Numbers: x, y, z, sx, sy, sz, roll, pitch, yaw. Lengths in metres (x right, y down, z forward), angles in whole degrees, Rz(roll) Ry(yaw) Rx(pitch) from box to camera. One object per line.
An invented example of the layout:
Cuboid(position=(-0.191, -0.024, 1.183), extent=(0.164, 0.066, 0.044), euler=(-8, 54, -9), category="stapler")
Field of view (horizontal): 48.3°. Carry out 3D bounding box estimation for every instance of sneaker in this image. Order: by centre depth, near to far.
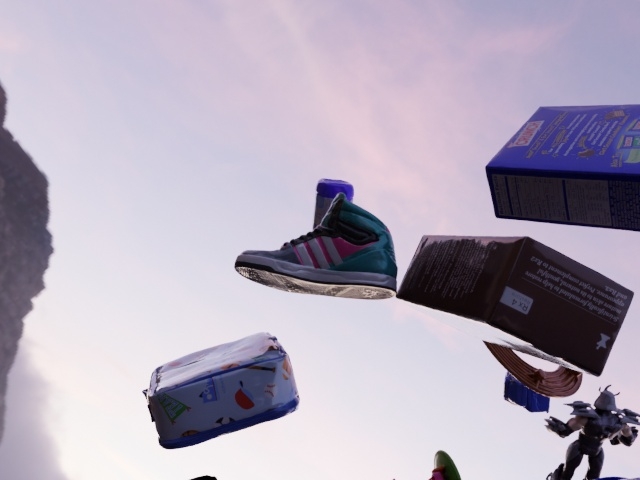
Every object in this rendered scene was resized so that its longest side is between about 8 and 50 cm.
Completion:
Cuboid(position=(0.000, 0.000, 1.299), extent=(0.295, 0.179, 0.124), euler=(7, -22, 5), category="sneaker")

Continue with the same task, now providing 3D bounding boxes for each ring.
Cuboid(position=(0.435, 0.176, 1.504), extent=(0.336, 0.336, 0.032), euler=(44, -56, 0), category="ring")

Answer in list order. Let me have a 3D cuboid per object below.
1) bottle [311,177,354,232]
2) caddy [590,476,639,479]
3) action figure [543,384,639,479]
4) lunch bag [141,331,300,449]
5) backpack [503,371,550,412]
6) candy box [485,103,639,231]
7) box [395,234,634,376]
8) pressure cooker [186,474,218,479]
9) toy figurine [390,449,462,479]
Cuboid(position=(0.022, -0.007, 1.754), extent=(0.118, 0.092, 0.283), euler=(-126, -138, -74), category="bottle")
Cuboid(position=(0.355, 0.426, 0.877), extent=(0.179, 0.341, 0.241), euler=(111, -34, -64), category="caddy")
Cuboid(position=(0.523, 0.410, 1.405), extent=(0.185, 0.099, 0.285), euler=(13, -75, 1), category="action figure")
Cuboid(position=(-0.169, 0.241, 1.165), extent=(0.303, 0.243, 0.115), euler=(170, -97, -79), category="lunch bag")
Cuboid(position=(0.509, 0.371, 1.795), extent=(0.101, 0.098, 0.120), euler=(8, 1, -17), category="backpack")
Cuboid(position=(0.492, -0.135, 1.247), extent=(0.317, 0.268, 0.122), euler=(9, -52, 37), category="candy box")
Cuboid(position=(0.280, 0.087, 1.130), extent=(0.191, 0.143, 0.381), euler=(26, -4, -13), category="box")
Cuboid(position=(-0.134, 0.565, 1.092), extent=(0.369, 0.376, 0.420), euler=(-3, -24, 18), category="pressure cooker")
Cuboid(position=(0.182, 0.509, 1.413), extent=(0.173, 0.159, 0.130), euler=(97, -23, -51), category="toy figurine")
